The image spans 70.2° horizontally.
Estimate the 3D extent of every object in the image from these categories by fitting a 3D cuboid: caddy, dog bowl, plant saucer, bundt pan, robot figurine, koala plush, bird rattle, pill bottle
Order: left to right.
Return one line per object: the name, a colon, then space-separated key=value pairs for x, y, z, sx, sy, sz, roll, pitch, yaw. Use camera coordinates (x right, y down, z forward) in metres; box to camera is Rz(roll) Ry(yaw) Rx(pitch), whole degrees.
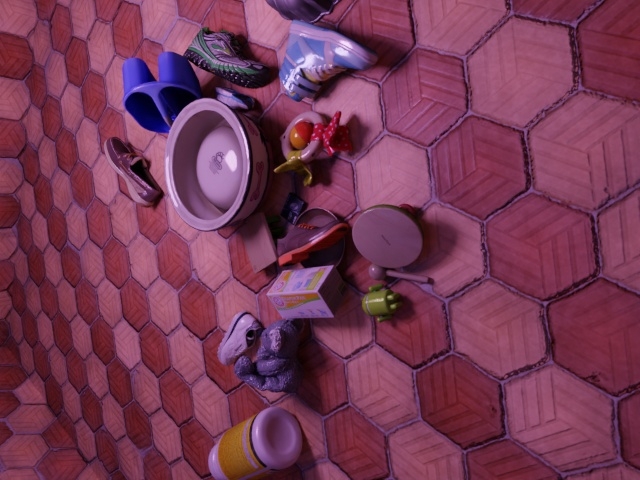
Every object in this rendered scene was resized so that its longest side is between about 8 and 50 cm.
caddy: x=-0.517 y=-0.470 z=1.531 sx=0.241 sy=0.341 sz=0.179 roll=-10 pitch=80 yaw=-1
dog bowl: x=-0.319 y=-0.235 z=1.460 sx=0.407 sy=0.150 sz=0.409 roll=4 pitch=96 yaw=37
pill bottle: x=-0.229 y=0.698 z=1.523 sx=0.334 sy=0.187 sz=0.188 roll=-39 pitch=72 yaw=33
koala plush: x=-0.125 y=0.339 z=1.415 sx=0.203 sy=0.196 sz=0.222 roll=25 pitch=110 yaw=21
bundt pan: x=-0.064 y=-0.788 z=1.265 sx=0.330 sy=0.124 sz=0.331 roll=5 pitch=98 yaw=38
bird rattle: x=-0.038 y=-0.289 z=1.308 sx=0.253 sy=0.143 sz=0.207 roll=-48 pitch=51 yaw=28
plant saucer: x=0.000 y=0.000 z=1.362 sx=0.198 sy=0.036 sz=0.199 roll=5 pitch=99 yaw=38
robot figurine: x=0.162 y=0.170 z=1.238 sx=0.115 sy=0.067 sz=0.101 roll=-17 pitch=90 yaw=38

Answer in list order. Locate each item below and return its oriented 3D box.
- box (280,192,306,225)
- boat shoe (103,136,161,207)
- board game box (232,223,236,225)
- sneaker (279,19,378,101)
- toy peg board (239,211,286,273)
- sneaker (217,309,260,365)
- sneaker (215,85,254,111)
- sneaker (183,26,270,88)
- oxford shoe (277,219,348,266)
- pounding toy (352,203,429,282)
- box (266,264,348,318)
box: x=-0.085 y=-0.099 z=1.426 sx=0.067 sy=0.018 sz=0.083 roll=39 pitch=117 yaw=28
boat shoe: x=-0.760 y=-0.302 z=1.865 sx=0.123 sy=0.123 sz=0.342 roll=-39 pitch=76 yaw=25
board game box: x=-0.290 y=-0.180 z=1.561 sx=0.211 sy=0.039 sz=0.160 roll=-48 pitch=67 yaw=31
sneaker: x=0.009 y=-0.462 z=1.249 sx=0.319 sy=0.127 sz=0.208 roll=38 pitch=115 yaw=39
toy peg board: x=-0.174 y=0.005 z=1.485 sx=0.160 sy=0.079 sz=0.161 roll=-32 pitch=75 yaw=52
sneaker: x=-0.285 y=0.361 z=1.597 sx=0.094 sy=0.090 sz=0.235 roll=33 pitch=116 yaw=19
sneaker: x=-0.285 y=-0.451 z=1.516 sx=0.190 sy=0.071 sz=0.083 roll=33 pitch=121 yaw=39
sneaker: x=-0.296 y=-0.597 z=1.461 sx=0.343 sy=0.134 sz=0.146 roll=31 pitch=99 yaw=23
oxford shoe: x=-0.036 y=-0.012 z=1.309 sx=0.271 sy=0.096 sz=0.099 roll=-27 pitch=73 yaw=36
pounding toy: x=0.192 y=-0.011 z=1.191 sx=0.182 sy=0.110 sz=0.237 roll=-2 pitch=124 yaw=27
box: x=-0.040 y=0.154 z=1.341 sx=0.203 sy=0.114 sz=0.103 roll=-8 pitch=123 yaw=38
